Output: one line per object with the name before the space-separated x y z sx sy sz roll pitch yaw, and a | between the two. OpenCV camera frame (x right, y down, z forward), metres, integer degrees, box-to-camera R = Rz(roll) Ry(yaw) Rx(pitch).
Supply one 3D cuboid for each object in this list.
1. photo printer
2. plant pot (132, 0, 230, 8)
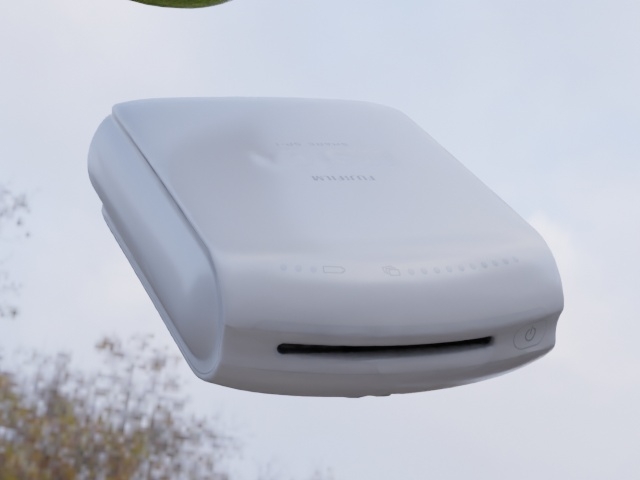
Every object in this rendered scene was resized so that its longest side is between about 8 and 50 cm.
photo printer | 0.000 0.000 1.006 0.256 0.307 0.107 -1 -63 -23
plant pot | -0.071 -0.412 1.016 0.366 0.366 0.353 27 -45 -27
